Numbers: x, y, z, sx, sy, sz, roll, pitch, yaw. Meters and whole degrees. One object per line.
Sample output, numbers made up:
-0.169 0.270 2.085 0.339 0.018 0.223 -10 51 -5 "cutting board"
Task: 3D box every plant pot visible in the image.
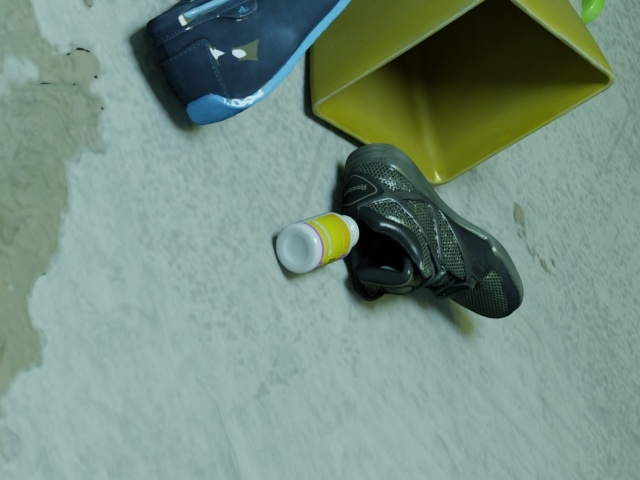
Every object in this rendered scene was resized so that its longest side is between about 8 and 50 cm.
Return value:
0.115 -0.208 1.764 0.212 0.212 0.187 28 40 -47 "plant pot"

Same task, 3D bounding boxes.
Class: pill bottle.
0.000 0.000 1.620 0.083 0.043 0.043 -20 91 -57 "pill bottle"

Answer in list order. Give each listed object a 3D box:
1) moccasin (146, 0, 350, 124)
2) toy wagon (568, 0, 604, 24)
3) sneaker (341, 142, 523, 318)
-0.036 -0.235 1.601 0.117 0.137 0.342 53 36 -19 "moccasin"
0.222 -0.319 2.093 0.267 0.068 0.344 43 41 -38 "toy wagon"
0.096 0.026 1.717 0.227 0.087 0.130 44 43 -32 "sneaker"
